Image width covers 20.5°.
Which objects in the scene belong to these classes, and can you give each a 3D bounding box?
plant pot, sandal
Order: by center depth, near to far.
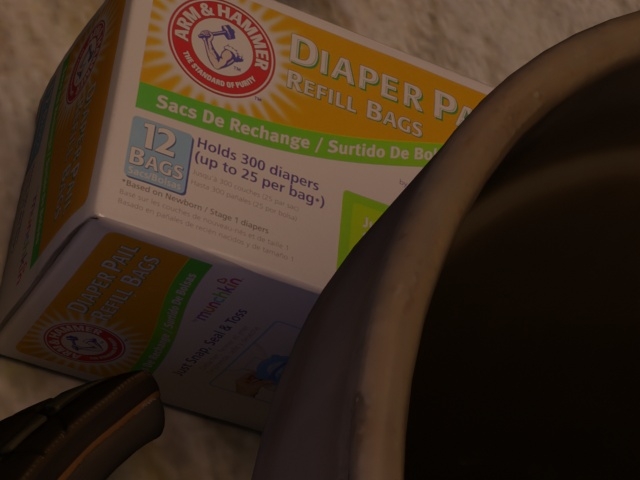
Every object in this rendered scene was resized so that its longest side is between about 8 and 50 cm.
[{"bbox_3d":[0.086,0.142,0.482,0.323,0.280,0.323,14,57,-23],"label":"plant pot"},{"bbox_3d":[-0.119,0.111,0.520,0.219,0.090,0.060,-38,108,-47],"label":"sandal"}]

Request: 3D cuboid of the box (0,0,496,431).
[{"bbox_3d":[0.000,0.000,0.629,0.203,0.103,0.114,19,55,-21],"label":"box"}]
